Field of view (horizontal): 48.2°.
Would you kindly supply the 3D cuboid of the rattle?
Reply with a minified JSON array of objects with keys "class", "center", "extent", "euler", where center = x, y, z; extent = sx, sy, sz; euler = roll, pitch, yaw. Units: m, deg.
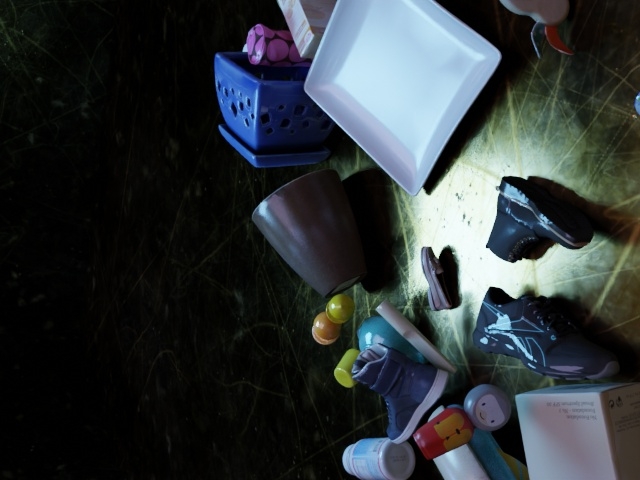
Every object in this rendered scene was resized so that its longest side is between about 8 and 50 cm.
[{"class":"rattle","center":[0.324,-0.376,1.127],"extent":[0.200,0.130,0.143],"euler":[64,161,-12]}]

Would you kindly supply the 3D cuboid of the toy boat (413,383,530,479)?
[{"class":"toy boat","center":[0.258,0.343,1.133],"extent":[0.318,0.148,0.267],"euler":[57,-179,-44]}]

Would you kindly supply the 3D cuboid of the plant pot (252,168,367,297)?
[{"class":"plant pot","center":[0.000,0.000,1.554],"extent":[0.230,0.215,0.215],"euler":[60,140,13]}]

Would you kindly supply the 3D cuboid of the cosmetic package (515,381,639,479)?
[{"class":"cosmetic package","center":[0.398,0.366,1.025],"extent":[0.160,0.113,0.309],"euler":[-22,73,55]}]

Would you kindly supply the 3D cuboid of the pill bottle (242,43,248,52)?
[{"class":"pill bottle","center":[-0.130,-0.457,1.768],"extent":[0.065,0.116,0.065],"euler":[5,96,56]}]

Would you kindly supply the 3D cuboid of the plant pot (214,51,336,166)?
[{"class":"plant pot","center":[-0.100,-0.298,1.640],"extent":[0.236,0.236,0.212],"euler":[43,133,46]}]

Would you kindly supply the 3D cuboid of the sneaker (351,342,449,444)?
[{"class":"sneaker","center":[0.127,0.288,1.360],"extent":[0.086,0.163,0.226],"euler":[-65,-3,-49]}]

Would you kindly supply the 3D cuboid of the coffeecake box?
[{"class":"coffeecake box","center":[0.003,-0.478,1.539],"extent":[0.068,0.142,0.185],"euler":[-50,52,47]}]

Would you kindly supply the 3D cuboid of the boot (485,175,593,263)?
[{"class":"boot","center":[0.341,-0.002,1.134],"extent":[0.198,0.077,0.137],"euler":[-121,36,-55]}]

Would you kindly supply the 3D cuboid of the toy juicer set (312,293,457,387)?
[{"class":"toy juicer set","center":[0.115,0.182,1.434],"extent":[0.329,0.089,0.209],"euler":[-22,105,50]}]

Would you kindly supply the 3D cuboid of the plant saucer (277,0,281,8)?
[{"class":"plant saucer","center":[-0.036,-0.647,1.684],"extent":[0.241,0.037,0.241],"euler":[6,97,56]}]

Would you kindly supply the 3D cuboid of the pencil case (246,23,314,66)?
[{"class":"pencil case","center":[-0.060,-0.432,1.578],"extent":[0.095,0.209,0.098],"euler":[-29,71,55]}]

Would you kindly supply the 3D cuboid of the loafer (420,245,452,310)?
[{"class":"loafer","center":[0.220,0.070,1.346],"extent":[0.039,0.045,0.125],"euler":[-12,89,40]}]

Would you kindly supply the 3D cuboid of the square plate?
[{"class":"square plate","center":[0.141,-0.315,1.342],"extent":[0.347,0.049,0.344],"euler":[47,137,19]}]

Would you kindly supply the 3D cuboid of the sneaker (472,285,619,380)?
[{"class":"sneaker","center":[0.339,0.143,1.111],"extent":[0.267,0.101,0.106],"euler":[15,102,55]}]

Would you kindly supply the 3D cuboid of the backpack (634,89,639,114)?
[{"class":"backpack","center":[0.455,-0.177,0.883],"extent":[0.084,0.114,0.105],"euler":[52,120,36]}]

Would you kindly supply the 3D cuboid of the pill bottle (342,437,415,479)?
[{"class":"pill bottle","center":[0.116,0.455,1.485],"extent":[0.160,0.087,0.087],"euler":[-25,71,55]}]
